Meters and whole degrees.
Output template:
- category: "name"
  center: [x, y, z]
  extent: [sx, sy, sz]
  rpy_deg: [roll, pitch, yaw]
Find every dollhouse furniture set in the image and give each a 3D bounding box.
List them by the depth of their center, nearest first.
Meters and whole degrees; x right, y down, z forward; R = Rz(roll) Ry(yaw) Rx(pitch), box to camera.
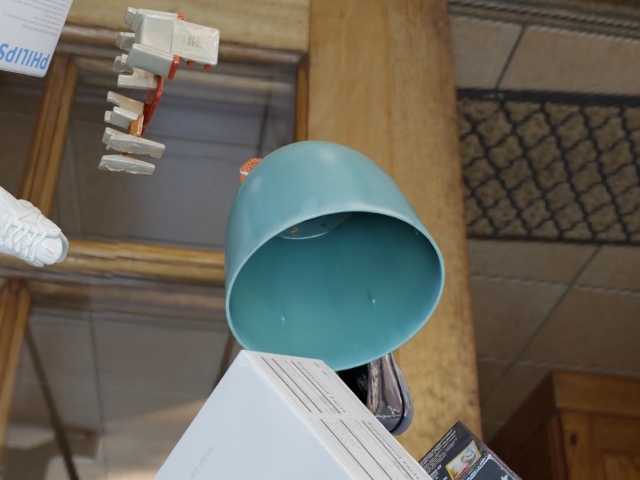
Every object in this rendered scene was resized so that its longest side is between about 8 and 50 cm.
- category: "dollhouse furniture set"
  center: [-0.272, -0.267, 1.691]
  extent: [0.135, 0.262, 0.259]
  rpy_deg: [11, 153, -19]

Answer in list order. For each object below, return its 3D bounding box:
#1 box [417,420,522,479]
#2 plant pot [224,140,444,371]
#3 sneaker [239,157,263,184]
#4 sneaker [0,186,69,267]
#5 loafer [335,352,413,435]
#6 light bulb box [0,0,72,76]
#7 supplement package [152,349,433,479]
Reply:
- category: "box"
  center: [0.216, 0.379, 1.260]
  extent: [0.163, 0.142, 0.247]
  rpy_deg: [-45, 100, 0]
- category: "plant pot"
  center: [0.000, 0.000, 1.404]
  extent: [0.293, 0.235, 0.293]
  rpy_deg: [-7, 131, -8]
- category: "sneaker"
  center: [-0.042, -0.090, 1.619]
  extent: [0.175, 0.064, 0.067]
  rpy_deg: [9, 132, 9]
- category: "sneaker"
  center: [-0.414, -0.012, 1.395]
  extent: [0.115, 0.090, 0.232]
  rpy_deg: [29, -177, 11]
- category: "loafer"
  center: [0.059, 0.184, 1.665]
  extent: [0.095, 0.302, 0.109]
  rpy_deg: [13, 129, -38]
- category: "light bulb box"
  center: [-0.578, -0.502, 1.621]
  extent: [0.358, 0.361, 0.225]
  rpy_deg: [26, -171, 12]
- category: "supplement package"
  center: [-0.050, 0.281, 1.040]
  extent: [0.145, 0.204, 0.262]
  rpy_deg: [15, 114, -52]
